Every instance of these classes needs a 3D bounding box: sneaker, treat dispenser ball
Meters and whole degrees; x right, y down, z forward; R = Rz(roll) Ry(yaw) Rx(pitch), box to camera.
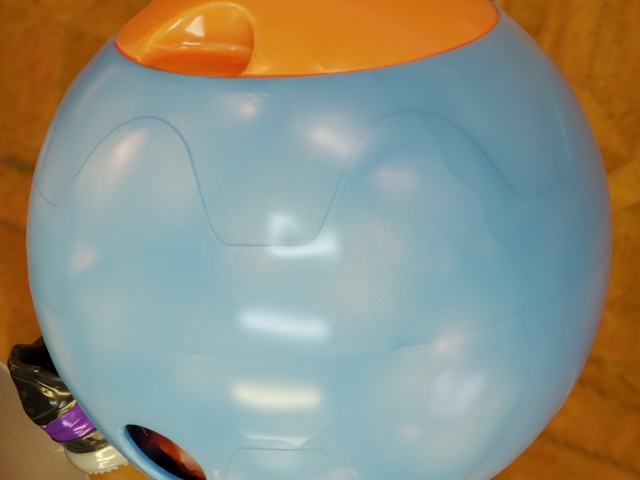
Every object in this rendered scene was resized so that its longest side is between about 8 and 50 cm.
[{"bbox_3d":[-0.109,0.036,1.455,0.146,0.293,0.102,50,176,-35],"label":"sneaker"},{"bbox_3d":[0.000,0.000,0.973,0.288,0.288,0.288,13,117,27],"label":"treat dispenser ball"}]

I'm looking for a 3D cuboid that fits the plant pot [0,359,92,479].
[{"bbox_3d":[-0.349,0.252,1.553,0.274,0.256,0.256,-33,91,15],"label":"plant pot"}]
